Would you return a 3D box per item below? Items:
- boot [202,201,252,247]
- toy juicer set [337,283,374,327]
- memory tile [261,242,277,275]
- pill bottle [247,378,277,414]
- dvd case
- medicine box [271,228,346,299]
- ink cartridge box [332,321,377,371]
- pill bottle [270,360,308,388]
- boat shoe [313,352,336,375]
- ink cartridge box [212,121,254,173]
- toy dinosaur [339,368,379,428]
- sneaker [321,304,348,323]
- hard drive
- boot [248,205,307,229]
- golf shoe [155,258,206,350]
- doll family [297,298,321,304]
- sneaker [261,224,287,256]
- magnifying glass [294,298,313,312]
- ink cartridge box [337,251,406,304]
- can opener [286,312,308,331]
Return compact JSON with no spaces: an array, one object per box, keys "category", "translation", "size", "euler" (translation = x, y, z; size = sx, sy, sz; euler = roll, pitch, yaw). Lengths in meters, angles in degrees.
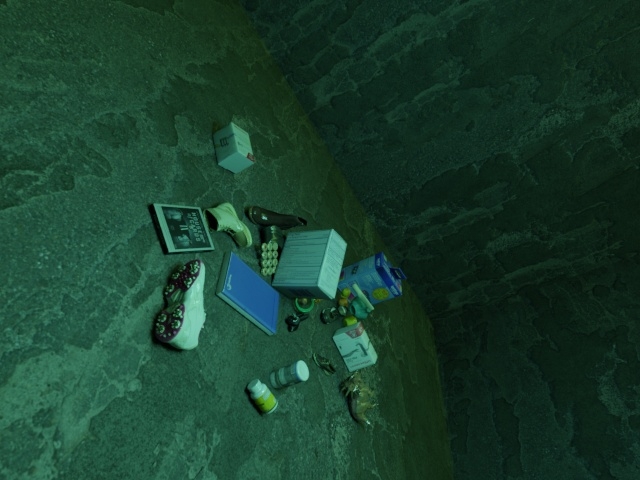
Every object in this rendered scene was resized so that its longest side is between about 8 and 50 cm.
[{"category":"boot","translation":[-0.378,-0.049,1.651],"size":[0.213,0.077,0.165],"euler":[59,21,-3]},{"category":"toy juicer set","translation":[0.201,0.346,2.279],"size":[0.089,0.329,0.209],"euler":[-10,64,-29]},{"category":"memory tile","translation":[-0.230,0.084,1.846],"size":[0.113,0.012,0.148],"euler":[-1,91,-59]},{"category":"pill bottle","translation":[-0.206,0.547,1.429],"size":[0.116,0.065,0.065],"euler":[59,23,-15]},{"category":"dvd case","translation":[-0.489,-0.040,1.452],"size":[0.238,0.029,0.180],"euler":[-3,71,-66]},{"category":"medicine box","translation":[-0.048,0.109,1.876],"size":[0.149,0.263,0.290],"euler":[45,52,-45]},{"category":"ink cartridge box","translation":[0.185,0.569,2.171],"size":[0.218,0.158,0.092],"euler":[63,20,-5]},{"category":"pill bottle","translation":[-0.121,0.517,1.558],"size":[0.078,0.137,0.078],"euler":[47,28,-35]},{"category":"boat shoe","translation":[0.021,0.582,1.931],"size":[0.152,0.049,0.056],"euler":[53,25,-28]},{"category":"ink cartridge box","translation":[-0.410,-0.434,1.913],"size":[0.128,0.127,0.176],"euler":[26,45,-57]},{"category":"toy dinosaur","translation":[0.183,0.783,2.008],"size":[0.200,0.127,0.296],"euler":[13,68,-55]},{"category":"sneaker","translation":[0.085,0.391,2.203],"size":[0.234,0.106,0.078],"euler":[3,63,-66]},{"category":"hard drive","translation":[-0.282,0.215,1.638],"size":[0.319,0.040,0.210],"euler":[49,27,-36]},{"category":"boot","translation":[-0.199,-0.113,1.937],"size":[0.248,0.206,0.090],"euler":[29,61,-60]},{"category":"golf shoe","translation":[-0.417,0.202,1.281],"size":[0.140,0.115,0.306],"euler":[59,26,-43]},{"category":"doll family","translation":[-0.039,0.235,2.064],"size":[0.163,0.118,0.263],"euler":[63,24,1]},{"category":"sneaker","translation":[-0.186,0.029,2.000],"size":[0.286,0.109,0.130],"euler":[25,53,-47]},{"category":"magnifying glass","translation":[-0.079,0.236,1.962],"size":[0.092,0.026,0.231],"euler":[8,63,-17]},{"category":"ink cartridge box","translation":[0.327,0.247,2.516],"size":[0.270,0.395,0.151],"euler":[53,25,-28]},{"category":"can opener","translation":[-0.106,0.362,1.885],"size":[0.059,0.073,0.186],"euler":[28,14,13]}]
